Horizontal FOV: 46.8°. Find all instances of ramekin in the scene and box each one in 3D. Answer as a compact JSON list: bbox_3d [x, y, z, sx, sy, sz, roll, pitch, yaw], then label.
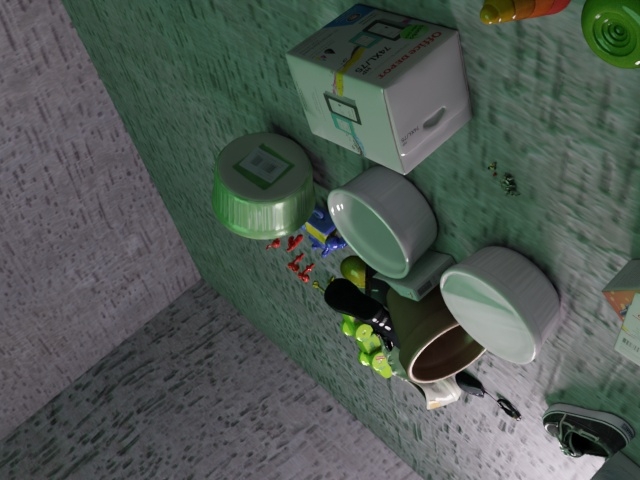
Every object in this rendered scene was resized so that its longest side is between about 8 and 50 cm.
[{"bbox_3d":[-0.162,-0.165,2.102,0.303,0.303,0.148,41,151,24],"label":"ramekin"},{"bbox_3d":[0.159,-0.052,1.834,0.277,0.135,0.277,43,160,19],"label":"ramekin"},{"bbox_3d":[0.407,0.132,1.645,0.273,0.127,0.273,43,160,19],"label":"ramekin"}]

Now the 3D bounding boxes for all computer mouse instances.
[{"bbox_3d":[0.496,0.473,2.218,0.242,0.041,0.071,31,153,41],"label":"computer mouse"}]

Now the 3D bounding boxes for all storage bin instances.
[{"bbox_3d":[0.185,0.126,2.127,0.091,0.098,0.135,9,102,47],"label":"storage bin"}]

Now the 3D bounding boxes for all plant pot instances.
[{"bbox_3d":[0.289,0.201,1.918,0.263,0.263,0.229,76,167,-52],"label":"plant pot"}]

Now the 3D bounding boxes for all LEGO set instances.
[{"bbox_3d":[0.356,-0.115,1.450,0.083,0.023,0.054,42,160,21],"label":"LEGO set"}]

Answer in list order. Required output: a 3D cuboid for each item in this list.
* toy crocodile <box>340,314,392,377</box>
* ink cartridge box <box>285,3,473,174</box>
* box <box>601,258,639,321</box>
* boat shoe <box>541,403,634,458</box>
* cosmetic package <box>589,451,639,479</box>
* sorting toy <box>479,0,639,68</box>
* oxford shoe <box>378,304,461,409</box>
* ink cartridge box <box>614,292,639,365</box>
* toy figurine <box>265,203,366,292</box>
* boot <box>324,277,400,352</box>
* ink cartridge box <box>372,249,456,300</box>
[{"bbox_3d":[0.170,0.357,2.653,0.340,0.105,0.115,61,159,-16],"label":"toy crocodile"},{"bbox_3d":[0.112,-0.291,1.395,0.270,0.198,0.197,31,153,41],"label":"ink cartridge box"},{"bbox_3d":[0.589,0.104,1.242,0.130,0.091,0.170,52,160,-8],"label":"box"},{"bbox_3d":[0.636,0.486,1.832,0.113,0.105,0.306,53,160,-10],"label":"boat shoe"},{"bbox_3d":[0.734,0.679,1.795,0.224,0.225,0.138,40,159,25],"label":"cosmetic package"},{"bbox_3d":[0.357,-0.274,0.998,0.365,0.126,0.127,41,159,26],"label":"sorting toy"},{"bbox_3d":[0.257,0.357,2.358,0.449,0.130,0.169,49,175,23],"label":"oxford shoe"},{"bbox_3d":[0.543,0.140,1.175,0.104,0.061,0.181,37,157,30],"label":"ink cartridge box"},{"bbox_3d":[0.000,0.000,2.225,0.362,0.191,0.217,39,153,26],"label":"toy figurine"},{"bbox_3d":[0.139,0.219,2.091,0.246,0.094,0.207,25,164,51],"label":"boot"},{"bbox_3d":[0.239,0.083,1.892,0.179,0.145,0.045,12,137,61],"label":"ink cartridge box"}]
